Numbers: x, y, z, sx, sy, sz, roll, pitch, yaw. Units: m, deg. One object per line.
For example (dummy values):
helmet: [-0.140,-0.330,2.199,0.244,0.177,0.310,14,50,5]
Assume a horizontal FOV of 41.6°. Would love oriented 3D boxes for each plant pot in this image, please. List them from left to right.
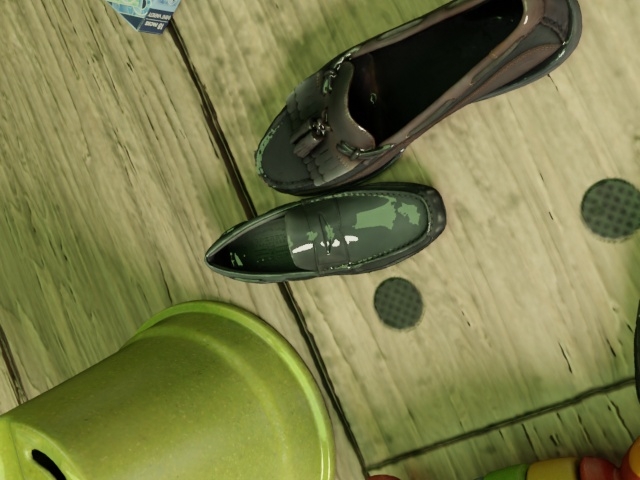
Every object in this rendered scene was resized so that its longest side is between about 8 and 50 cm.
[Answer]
plant pot: [-0.166,0.210,0.748,0.276,0.254,0.276,4,98,29]

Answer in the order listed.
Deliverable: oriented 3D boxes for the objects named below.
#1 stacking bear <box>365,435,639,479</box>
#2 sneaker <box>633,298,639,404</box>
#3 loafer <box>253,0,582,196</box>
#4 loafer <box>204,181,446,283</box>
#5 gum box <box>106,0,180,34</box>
stacking bear: [0.185,0.224,0.611,0.289,0.175,0.164,-29,104,20]
sneaker: [0.341,0.076,0.501,0.330,0.147,0.129,-6,78,54]
loafer: [0.053,-0.123,0.669,0.302,0.095,0.109,-26,83,30]
loafer: [0.000,0.000,0.726,0.223,0.078,0.076,-13,91,30]
gum box: [-0.169,-0.320,0.802,0.157,0.041,0.184,45,116,17]
